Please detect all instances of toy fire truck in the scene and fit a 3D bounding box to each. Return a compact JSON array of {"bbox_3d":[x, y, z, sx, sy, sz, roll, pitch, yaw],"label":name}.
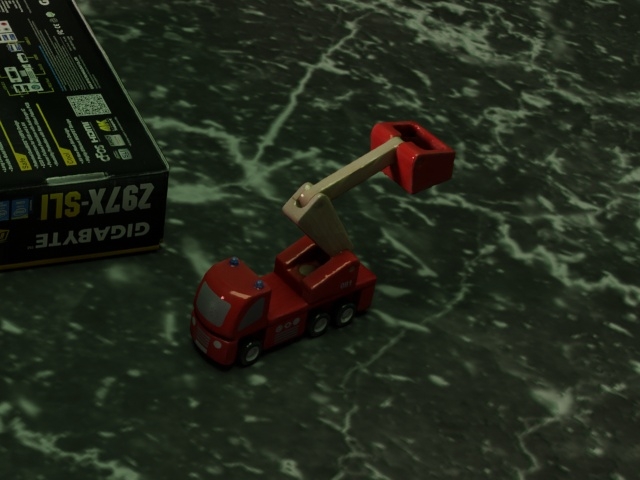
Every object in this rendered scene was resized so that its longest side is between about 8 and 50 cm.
[{"bbox_3d":[0.000,0.000,1.275,0.192,0.135,0.047,-20,46,-36],"label":"toy fire truck"}]

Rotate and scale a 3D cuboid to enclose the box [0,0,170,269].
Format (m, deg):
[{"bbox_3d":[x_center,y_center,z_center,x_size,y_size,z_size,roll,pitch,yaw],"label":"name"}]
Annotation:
[{"bbox_3d":[-0.285,-0.100,1.392,0.257,0.079,0.322,-10,40,-22],"label":"box"}]
